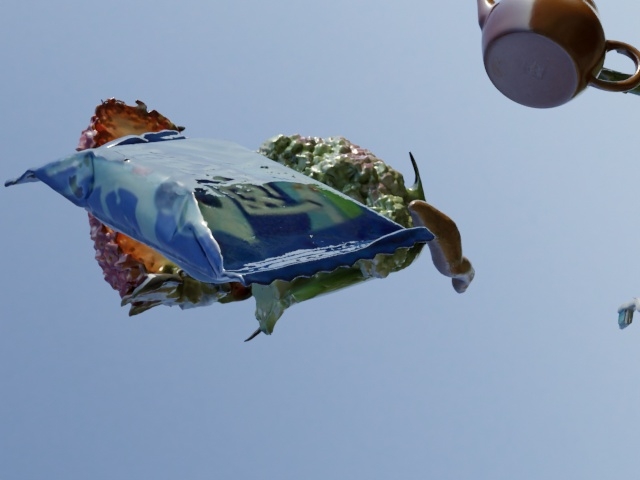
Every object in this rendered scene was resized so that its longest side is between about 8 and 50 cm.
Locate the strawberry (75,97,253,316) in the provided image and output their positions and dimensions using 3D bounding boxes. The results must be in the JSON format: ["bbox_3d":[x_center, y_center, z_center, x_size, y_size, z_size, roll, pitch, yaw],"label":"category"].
[{"bbox_3d":[-0.216,-0.034,2.293,0.233,0.137,0.306,-2,-123,-34],"label":"strawberry"}]

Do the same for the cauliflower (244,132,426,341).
[{"bbox_3d":[0.000,0.000,2.217,0.315,0.256,0.239,-45,-45,-11],"label":"cauliflower"}]

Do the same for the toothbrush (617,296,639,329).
[{"bbox_3d":[0.248,0.047,1.297,0.204,0.017,0.022,115,161,-81],"label":"toothbrush"}]

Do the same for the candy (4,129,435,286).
[{"bbox_3d":[-0.088,-0.027,1.369,0.187,0.331,0.077,-16,-61,-37],"label":"candy"}]

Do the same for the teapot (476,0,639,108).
[{"bbox_3d":[0.206,-0.180,1.530,0.116,0.173,0.116,23,-90,-82],"label":"teapot"}]

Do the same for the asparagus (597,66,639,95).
[{"bbox_3d":[0.336,-0.162,1.796,0.027,0.236,0.034,103,-179,-48],"label":"asparagus"}]

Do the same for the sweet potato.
[{"bbox_3d":[0.126,0.011,1.732,0.179,0.044,0.044,53,-137,-51],"label":"sweet potato"}]
